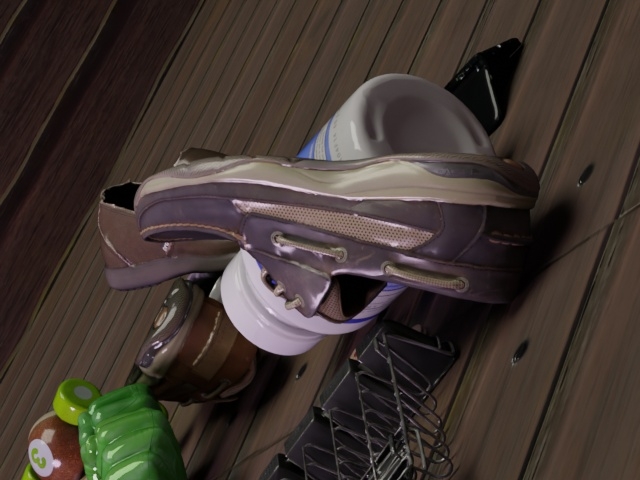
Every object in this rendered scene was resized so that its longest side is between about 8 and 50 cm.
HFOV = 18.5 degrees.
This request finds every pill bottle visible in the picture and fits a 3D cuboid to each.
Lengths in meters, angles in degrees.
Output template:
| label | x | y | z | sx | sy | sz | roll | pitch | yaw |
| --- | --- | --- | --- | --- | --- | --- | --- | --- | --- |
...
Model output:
| label | x | y | z | sx | sy | sz | roll | pitch | yaw |
| --- | --- | --- | --- | --- | --- | --- | --- | --- | --- |
| pill bottle | 0.023 | -0.012 | 1.726 | 0.272 | 0.152 | 0.152 | -45 | 18 | 44 |

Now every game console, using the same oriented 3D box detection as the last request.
| label | x | y | z | sx | sy | sz | roll | pitch | yaw |
| --- | --- | --- | --- | --- | --- | --- | --- | --- | --- |
| game console | 0.144 | -0.120 | 1.850 | 0.107 | 0.071 | 0.122 | -27 | -13 | -46 |

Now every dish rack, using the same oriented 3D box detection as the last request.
| label | x | y | z | sx | sy | sz | roll | pitch | yaw |
| --- | --- | --- | --- | --- | --- | --- | --- | --- | --- |
| dish rack | 0.024 | 0.187 | 1.450 | 0.208 | 0.074 | 0.271 | -55 | 14 | 17 |

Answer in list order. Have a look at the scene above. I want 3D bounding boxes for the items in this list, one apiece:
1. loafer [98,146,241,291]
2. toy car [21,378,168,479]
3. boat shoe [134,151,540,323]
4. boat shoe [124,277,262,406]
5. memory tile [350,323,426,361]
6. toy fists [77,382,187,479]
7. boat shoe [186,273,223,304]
| label | x | y | z | sx | sy | sz | roll | pitch | yaw |
| --- | --- | --- | --- | --- | --- | --- | --- | --- | --- |
| loafer | -0.123 | -0.037 | 2.152 | 0.366 | 0.130 | 0.134 | -15 | 14 | 37 |
| toy car | -0.247 | 0.275 | 2.136 | 0.188 | 0.149 | 0.155 | -97 | 27 | -53 |
| boat shoe | 0.000 | 0.000 | 1.533 | 0.355 | 0.132 | 0.130 | -1 | 87 | 34 |
| boat shoe | -0.128 | 0.126 | 2.052 | 0.122 | 0.120 | 0.324 | -65 | 3 | -9 |
| memory tile | 0.038 | 0.125 | 1.665 | 0.113 | 0.012 | 0.148 | -62 | 14 | -17 |
| toy fists | -0.184 | 0.225 | 1.927 | 0.279 | 0.096 | 0.142 | -143 | 44 | -78 |
| boat shoe | -0.115 | 0.060 | 2.234 | 0.095 | 0.084 | 0.258 | -61 | 13 | -12 |
